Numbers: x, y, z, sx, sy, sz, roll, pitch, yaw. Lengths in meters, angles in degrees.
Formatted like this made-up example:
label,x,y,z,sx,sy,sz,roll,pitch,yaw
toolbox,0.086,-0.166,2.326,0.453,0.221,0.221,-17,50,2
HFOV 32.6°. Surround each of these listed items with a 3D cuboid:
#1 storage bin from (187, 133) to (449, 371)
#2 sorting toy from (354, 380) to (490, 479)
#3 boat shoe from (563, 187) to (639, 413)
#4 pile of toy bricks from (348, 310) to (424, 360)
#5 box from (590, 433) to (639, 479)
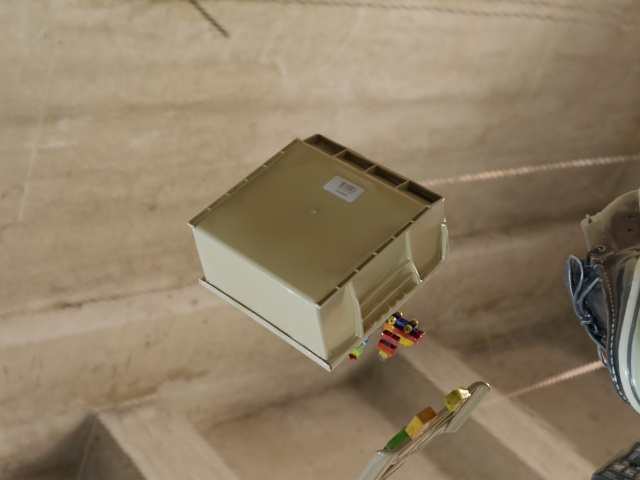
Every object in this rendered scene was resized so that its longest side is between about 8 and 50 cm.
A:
label,x,y,z,sx,sy,sz,roll,pitch,yaw
storage bin,0.000,0.000,1.514,0.262,0.123,0.260,30,-122,35
sorting toy,0.164,0.295,1.739,0.229,0.307,0.041,-29,-110,-27
boat shoe,0.422,0.082,1.509,0.156,0.187,0.500,-18,-158,23
pile of toy bricks,0.061,0.155,1.892,0.212,0.105,0.118,28,-149,20
box,0.490,0.341,1.426,0.232,0.059,0.183,20,-157,33
